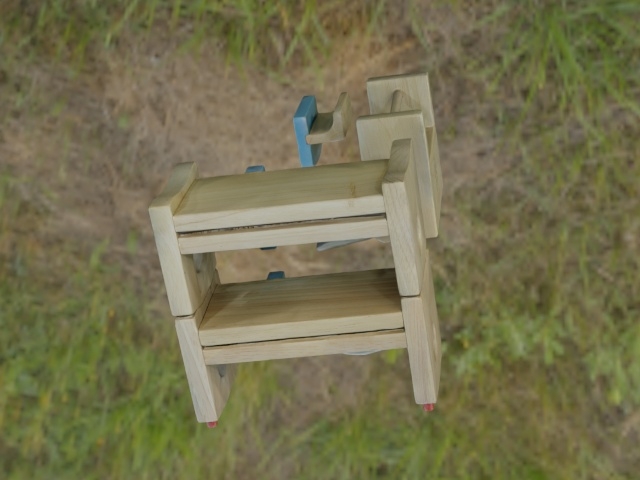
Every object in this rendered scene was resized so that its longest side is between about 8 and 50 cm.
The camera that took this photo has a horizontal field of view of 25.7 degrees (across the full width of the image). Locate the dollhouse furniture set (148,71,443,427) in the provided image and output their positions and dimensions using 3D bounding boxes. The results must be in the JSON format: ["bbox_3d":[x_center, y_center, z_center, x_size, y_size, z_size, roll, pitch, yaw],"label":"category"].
[{"bbox_3d":[0.000,0.000,0.783,0.129,0.183,0.128,-5,113,10],"label":"dollhouse furniture set"}]
